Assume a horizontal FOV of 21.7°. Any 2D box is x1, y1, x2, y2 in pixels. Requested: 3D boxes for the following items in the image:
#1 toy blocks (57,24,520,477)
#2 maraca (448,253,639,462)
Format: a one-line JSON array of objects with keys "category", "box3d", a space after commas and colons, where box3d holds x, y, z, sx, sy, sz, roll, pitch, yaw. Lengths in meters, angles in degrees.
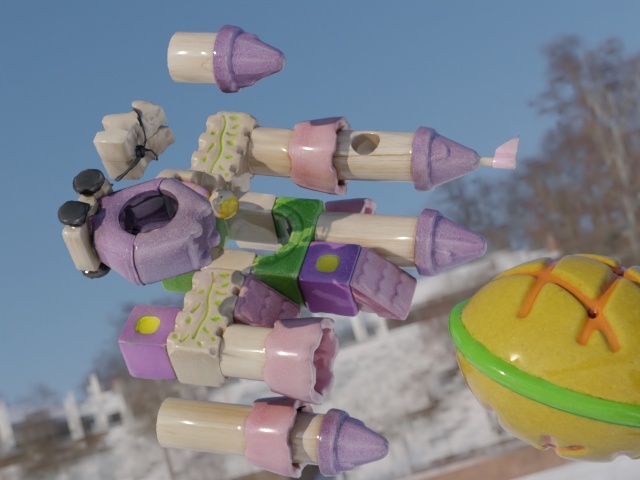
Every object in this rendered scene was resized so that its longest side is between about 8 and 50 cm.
[{"category": "toy blocks", "box3d": [0.000, 0.000, 1.297, 0.260, 0.288, 0.309, 5, -40, 19]}, {"category": "maraca", "box3d": [0.153, 0.061, 0.833, 0.186, 0.099, 0.127, 10, 24, -13]}]
